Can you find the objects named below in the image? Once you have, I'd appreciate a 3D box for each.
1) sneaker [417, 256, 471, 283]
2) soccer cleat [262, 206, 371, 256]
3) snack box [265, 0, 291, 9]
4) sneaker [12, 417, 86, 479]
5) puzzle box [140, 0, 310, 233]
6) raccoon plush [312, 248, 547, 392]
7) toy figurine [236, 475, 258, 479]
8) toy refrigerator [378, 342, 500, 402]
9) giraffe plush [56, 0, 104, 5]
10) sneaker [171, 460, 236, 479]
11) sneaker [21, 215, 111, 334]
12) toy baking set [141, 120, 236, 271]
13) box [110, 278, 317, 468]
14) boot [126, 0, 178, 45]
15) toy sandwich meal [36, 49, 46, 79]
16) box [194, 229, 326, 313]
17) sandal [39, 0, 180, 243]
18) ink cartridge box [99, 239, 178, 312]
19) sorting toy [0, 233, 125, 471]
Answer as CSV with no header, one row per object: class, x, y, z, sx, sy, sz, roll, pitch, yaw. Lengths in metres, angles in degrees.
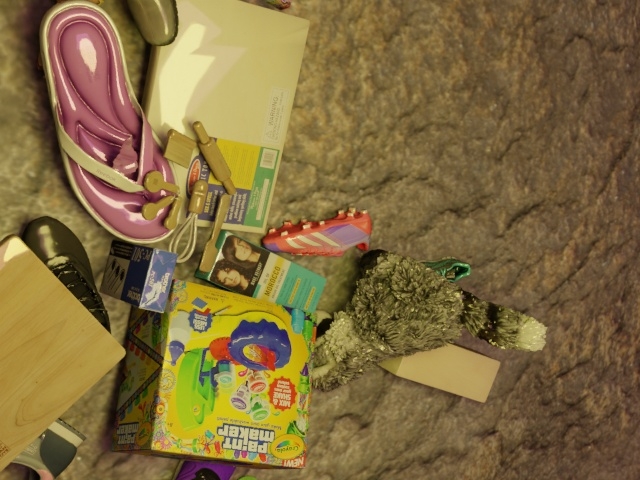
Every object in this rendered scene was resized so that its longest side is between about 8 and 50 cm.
sneaker,0.259,0.071,1.819,0.166,0.076,0.065,-17,102,-30
soccer cleat,0.000,0.000,1.650,0.248,0.083,0.095,-16,107,-33
snack box,-0.083,-0.524,1.573,0.100,0.037,0.141,22,82,-30
sneaker,-0.531,0.293,1.318,0.319,0.112,0.131,39,71,-27
puzzle box,-0.186,-0.223,1.485,0.272,0.052,0.408,7,101,-33
raccoon plush,0.170,0.207,1.601,0.299,0.446,0.216,-64,147,-13
toy figurine,-0.140,0.540,1.559,0.173,0.159,0.130,-45,116,-22
toy refrigerator,0.258,0.267,1.829,0.269,0.094,0.102,21,90,-31
giraffe plush,-0.416,-0.423,1.321,0.170,0.181,0.210,48,35,-37
sneaker,-0.231,0.482,1.503,0.293,0.146,0.102,-47,116,-20
sneaker,-0.402,0.094,1.373,0.109,0.130,0.286,-27,107,-25
toy baking set,-0.221,-0.073,1.426,0.196,0.030,0.256,-55,139,-25
box,-0.180,0.245,1.455,0.290,0.177,0.279,16,68,-32
boot,-0.317,-0.416,1.292,0.161,0.083,0.246,-38,114,-62
toy sandwich meal,-0.430,-0.291,1.382,0.086,0.029,0.085,-3,94,-39
box,-0.111,0.071,1.594,0.244,0.060,0.100,26,80,-31
sandal,-0.340,-0.169,1.324,0.169,0.102,0.416,-25,114,-14
ink cartridge box,-0.305,0.056,1.383,0.046,0.207,0.097,16,86,-32
sorting toy,-0.470,0.158,1.215,0.257,0.089,0.255,-44,121,-15
